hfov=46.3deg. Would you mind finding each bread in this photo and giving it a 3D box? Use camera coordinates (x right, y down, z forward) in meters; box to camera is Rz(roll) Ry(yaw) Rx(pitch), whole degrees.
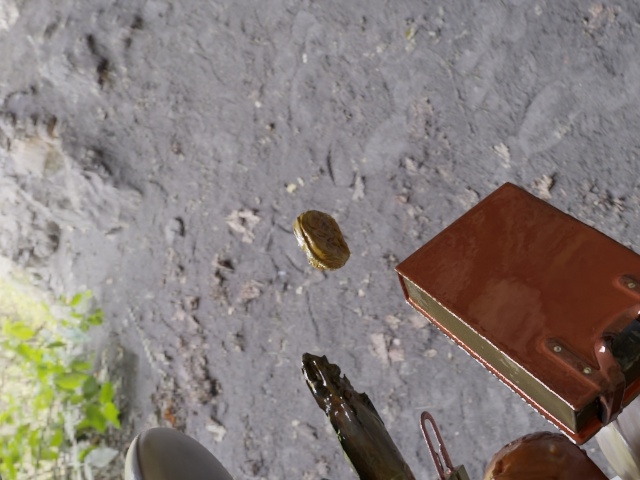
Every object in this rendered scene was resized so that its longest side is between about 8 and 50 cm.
[{"bbox_3d":[0.000,0.000,1.204,0.044,0.083,0.111,-43,62,36],"label":"bread"}]

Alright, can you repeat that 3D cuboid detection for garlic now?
[{"bbox_3d":[0.396,0.263,0.982,0.256,0.207,0.207,11,88,21],"label":"garlic"}]

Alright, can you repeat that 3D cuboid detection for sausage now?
[{"bbox_3d":[0.290,0.347,0.872,0.141,0.153,0.268,-21,111,42],"label":"sausage"}]

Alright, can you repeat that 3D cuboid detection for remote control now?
[{"bbox_3d":[-0.100,0.331,0.751,0.103,0.221,0.332,-31,55,-5],"label":"remote control"}]

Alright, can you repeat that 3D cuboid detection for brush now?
[{"bbox_3d":[0.247,0.456,1.503,0.047,0.103,0.233,-27,83,29],"label":"brush"}]

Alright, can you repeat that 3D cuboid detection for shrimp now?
[{"bbox_3d":[0.047,0.219,0.772,0.052,0.143,0.251,-28,94,-15],"label":"shrimp"}]

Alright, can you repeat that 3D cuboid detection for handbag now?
[{"bbox_3d":[0.163,0.044,0.549,0.127,0.063,0.190,-36,43,-14],"label":"handbag"}]

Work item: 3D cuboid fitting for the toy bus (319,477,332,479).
[{"bbox_3d":[0.014,0.462,0.955,0.128,0.150,0.262,12,51,22],"label":"toy bus"}]

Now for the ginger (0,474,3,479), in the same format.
[{"bbox_3d":[-0.316,0.233,0.709,0.097,0.030,0.048,-122,39,-47],"label":"ginger"}]

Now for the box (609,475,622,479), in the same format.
[{"bbox_3d":[0.612,0.429,1.235,0.095,0.210,0.330,33,130,1],"label":"box"}]
